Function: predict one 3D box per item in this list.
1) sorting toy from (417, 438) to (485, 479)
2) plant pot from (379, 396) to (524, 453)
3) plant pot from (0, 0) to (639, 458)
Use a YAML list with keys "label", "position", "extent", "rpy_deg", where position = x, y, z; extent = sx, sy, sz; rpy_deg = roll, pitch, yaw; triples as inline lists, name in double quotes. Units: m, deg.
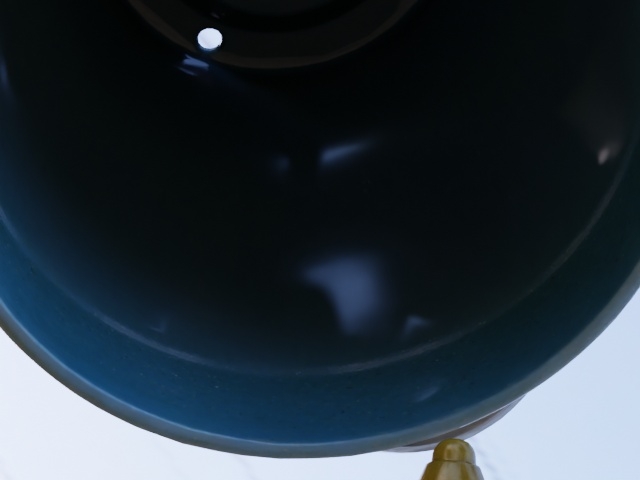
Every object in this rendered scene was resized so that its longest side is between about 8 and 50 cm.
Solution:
- label: "sorting toy"
  position: [0.195, 0.180, 1.159]
  extent: [0.365, 0.126, 0.127]
  rpy_deg: [0, -17, 17]
- label: "plant pot"
  position: [0.000, 0.000, 1.306]
  extent: [0.284, 0.284, 0.191]
  rpy_deg: [54, -30, -13]
- label: "plant pot"
  position: [-0.013, -0.095, 0.801]
  extent: [0.271, 0.255, 0.272]
  rpy_deg: [-3, -61, -5]
